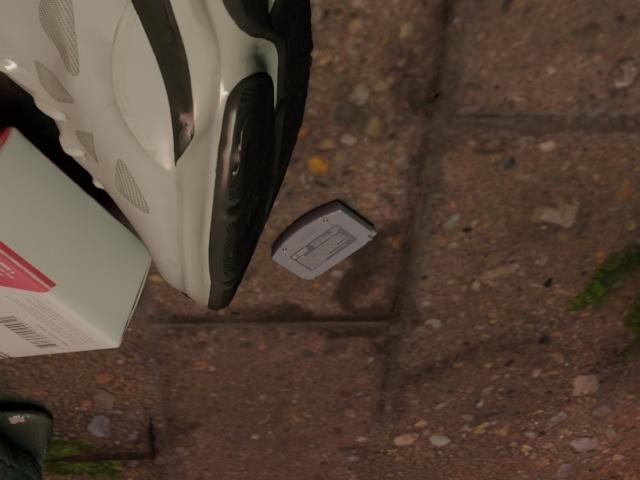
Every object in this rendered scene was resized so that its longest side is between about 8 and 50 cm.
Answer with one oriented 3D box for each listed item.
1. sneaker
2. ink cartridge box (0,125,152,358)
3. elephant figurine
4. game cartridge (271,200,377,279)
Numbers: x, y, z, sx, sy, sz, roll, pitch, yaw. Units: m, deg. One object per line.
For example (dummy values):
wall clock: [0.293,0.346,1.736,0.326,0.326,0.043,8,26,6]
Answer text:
sneaker: [-0.147,-0.137,0.558,0.257,0.169,0.447,15,143,8]
ink cartridge box: [-0.262,0.015,0.675,0.218,0.092,0.158,-10,139,32]
elephant figurine: [-0.347,0.242,0.930,0.239,0.186,0.169,28,86,-42]
game cartridge: [0.000,0.000,0.776,0.083,0.017,0.056,-35,132,28]
